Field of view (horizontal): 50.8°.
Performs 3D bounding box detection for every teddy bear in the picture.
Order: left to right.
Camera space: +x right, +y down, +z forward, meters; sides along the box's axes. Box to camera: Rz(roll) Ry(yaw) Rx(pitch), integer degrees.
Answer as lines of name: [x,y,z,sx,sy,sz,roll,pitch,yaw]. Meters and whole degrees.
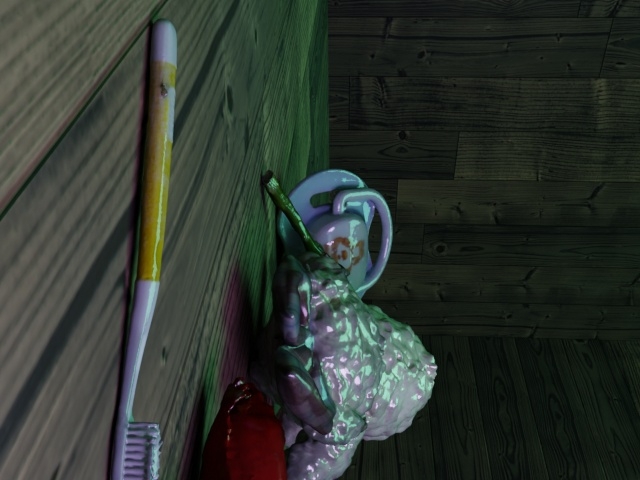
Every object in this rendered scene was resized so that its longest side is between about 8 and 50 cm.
teddy bear: [-0.037,0.165,0.895,0.362,0.376,0.327,16,68,-43]

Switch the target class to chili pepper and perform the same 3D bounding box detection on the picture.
chili pepper: [-0.064,0.289,0.498,0.110,0.110,0.387,85,4,-65]

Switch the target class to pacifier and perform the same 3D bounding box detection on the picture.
pacifier: [0.000,0.000,1.198,0.207,0.228,0.278,24,-61,49]

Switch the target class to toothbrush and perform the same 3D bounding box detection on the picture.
toothbrush: [-0.098,0.002,0.394,0.021,0.024,0.287,70,22,-77]

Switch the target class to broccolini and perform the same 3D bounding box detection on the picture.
broccolini: [-0.027,0.001,0.996,0.254,0.071,0.057,53,25,-44]
